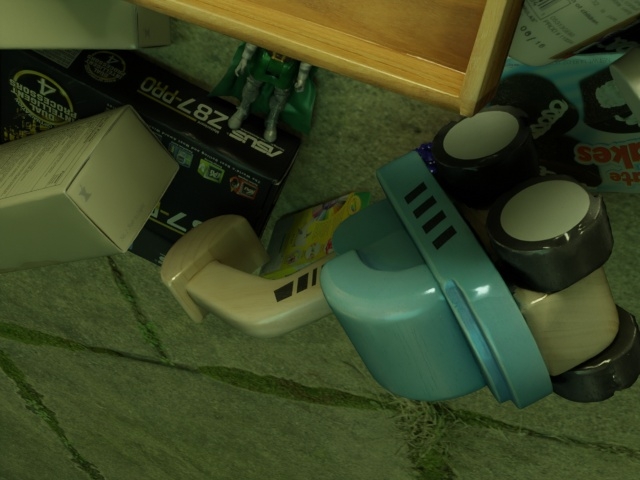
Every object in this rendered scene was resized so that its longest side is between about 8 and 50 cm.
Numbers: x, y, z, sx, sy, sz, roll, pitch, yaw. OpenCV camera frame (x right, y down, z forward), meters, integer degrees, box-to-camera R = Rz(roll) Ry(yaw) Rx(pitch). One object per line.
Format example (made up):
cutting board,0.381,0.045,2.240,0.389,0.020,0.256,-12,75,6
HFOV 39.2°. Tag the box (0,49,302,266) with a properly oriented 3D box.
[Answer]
box,-0.251,-0.108,1.242,0.395,0.097,0.318,27,145,-2

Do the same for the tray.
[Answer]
tray,-0.043,-0.256,0.666,0.411,0.076,0.202,22,120,16

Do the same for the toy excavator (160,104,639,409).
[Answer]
toy excavator,0.050,0.043,0.982,0.445,0.433,0.222,-27,127,1

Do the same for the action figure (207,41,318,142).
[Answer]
action figure,-0.051,-0.206,1.034,0.137,0.063,0.232,17,145,-7

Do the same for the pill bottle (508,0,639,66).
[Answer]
pill bottle,0.225,-0.229,0.648,0.131,0.131,0.229,43,139,-23

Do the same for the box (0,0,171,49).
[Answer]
box,-0.313,-0.271,1.014,0.275,0.094,0.113,5,104,14

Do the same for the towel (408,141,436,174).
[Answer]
towel,0.176,0.008,1.176,0.228,0.076,0.308,17,143,-3

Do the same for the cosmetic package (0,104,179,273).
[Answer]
cosmetic package,-0.350,-0.057,1.152,0.309,0.160,0.113,-7,133,37

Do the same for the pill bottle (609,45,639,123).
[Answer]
pill bottle,0.344,-0.163,0.713,0.208,0.117,0.117,-33,121,13

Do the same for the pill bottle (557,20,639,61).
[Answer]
pill bottle,0.262,-0.241,0.778,0.108,0.108,0.193,42,140,-23

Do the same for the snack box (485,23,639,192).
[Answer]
snack box,0.331,-0.130,0.902,0.322,0.060,0.187,3,139,33

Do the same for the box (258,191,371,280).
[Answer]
box,0.000,0.000,1.228,0.179,0.105,0.043,-19,134,43
